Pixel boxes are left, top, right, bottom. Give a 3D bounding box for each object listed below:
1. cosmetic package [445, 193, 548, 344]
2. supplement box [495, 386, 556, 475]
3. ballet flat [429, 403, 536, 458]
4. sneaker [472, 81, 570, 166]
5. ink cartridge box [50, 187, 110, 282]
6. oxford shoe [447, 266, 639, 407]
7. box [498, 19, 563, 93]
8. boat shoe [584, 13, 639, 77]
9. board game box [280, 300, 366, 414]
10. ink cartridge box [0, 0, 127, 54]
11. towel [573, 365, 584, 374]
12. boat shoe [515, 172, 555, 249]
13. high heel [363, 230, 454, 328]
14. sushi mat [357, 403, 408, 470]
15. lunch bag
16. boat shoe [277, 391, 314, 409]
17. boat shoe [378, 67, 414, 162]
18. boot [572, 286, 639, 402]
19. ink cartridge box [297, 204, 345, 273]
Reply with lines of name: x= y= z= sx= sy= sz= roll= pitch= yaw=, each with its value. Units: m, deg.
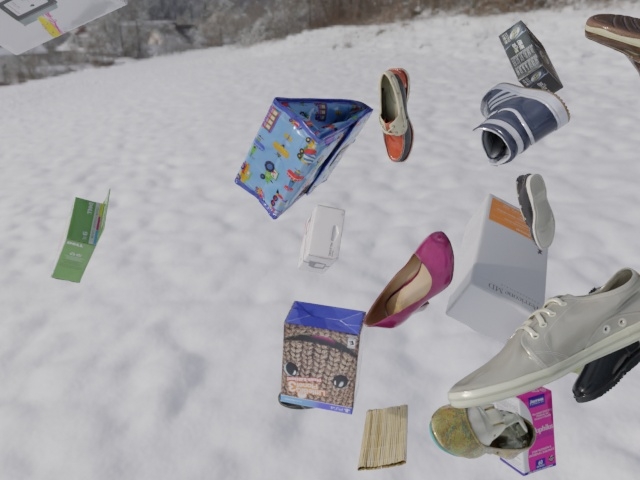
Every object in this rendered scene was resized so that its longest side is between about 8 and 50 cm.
cosmetic package: x=0.549 y=0.078 z=1.813 sx=0.229 sy=0.162 sz=0.453 roll=26 pitch=43 yaw=1
supplement box: x=0.560 y=0.508 z=1.631 sx=0.111 sy=0.220 sz=0.114 roll=-10 pitch=8 yaw=-18
ballet flat: x=0.364 y=0.404 z=1.283 sx=0.348 sy=0.123 sz=0.123 roll=26 pitch=-1 yaw=-43
sneaker: x=0.363 y=-0.238 z=1.218 sx=0.153 sy=0.099 sz=0.282 roll=-36 pitch=20 yaw=-1
ink cartridge box: x=-0.493 y=-0.013 z=1.220 sx=0.062 sy=0.209 sz=0.109 roll=16 pitch=49 yaw=-26
oxford shoe: x=0.425 y=0.180 z=1.100 sx=0.449 sy=0.130 sz=0.169 roll=-26 pitch=-6 yaw=-5
box: x=0.600 y=-0.511 z=1.698 sx=0.077 sy=0.180 sz=0.147 roll=-32 pitch=-35 yaw=33
boat shoe: x=0.623 y=-0.352 z=1.130 sx=0.257 sy=0.095 sz=0.095 roll=27 pitch=47 yaw=23
board game box: x=0.007 y=0.358 z=1.829 sx=0.231 sy=0.291 sz=0.141 roll=7 pitch=25 yaw=10
ink cartridge box: x=-0.479 y=-0.477 z=0.979 sx=0.269 sy=0.198 sz=0.197 roll=-12 pitch=-23 yaw=24
towel: x=0.898 y=0.394 z=1.984 sx=0.110 sy=0.148 sz=0.027 roll=27 pitch=22 yaw=7
boat shoe: x=0.342 y=-0.047 z=0.956 sx=0.046 sy=0.125 sz=0.038 roll=-26 pitch=16 yaw=-22
high heel: x=0.230 y=0.121 z=1.572 sx=0.181 sy=0.377 sz=0.127 roll=-18 pitch=55 yaw=-20
sushi mat: x=0.202 y=0.617 z=1.882 sx=0.151 sy=0.019 sz=0.316 roll=-13 pitch=13 yaw=13
lunch bag: x=-0.015 y=-0.202 z=1.308 sx=0.138 sy=0.221 sz=0.293 roll=44 pitch=37 yaw=14
boat shoe: x=-0.031 y=0.523 z=1.996 sx=0.232 sy=0.079 sz=0.084 roll=0 pitch=65 yaw=3
boat shoe: x=0.105 y=-0.176 z=0.853 sx=0.049 sy=0.137 sz=0.043 roll=13 pitch=27 yaw=35
boot: x=0.665 y=0.251 z=1.468 sx=0.246 sy=0.207 sz=0.094 roll=-32 pitch=-7 yaw=-17
ink cartridge box: x=0.000 y=0.000 z=1.953 sx=0.100 sy=0.172 sz=0.237 roll=11 pitch=-15 yaw=-8
